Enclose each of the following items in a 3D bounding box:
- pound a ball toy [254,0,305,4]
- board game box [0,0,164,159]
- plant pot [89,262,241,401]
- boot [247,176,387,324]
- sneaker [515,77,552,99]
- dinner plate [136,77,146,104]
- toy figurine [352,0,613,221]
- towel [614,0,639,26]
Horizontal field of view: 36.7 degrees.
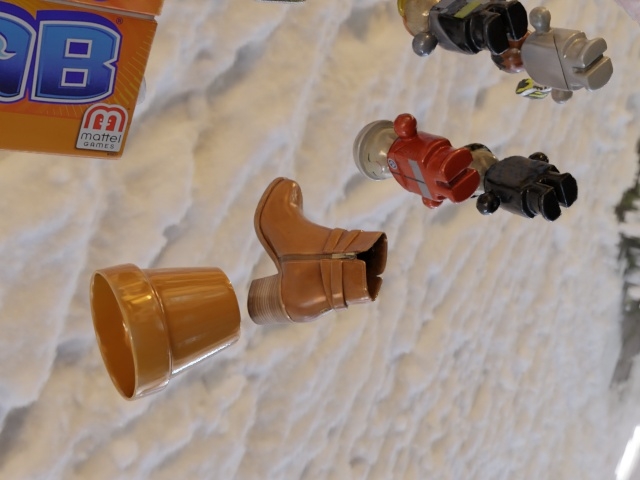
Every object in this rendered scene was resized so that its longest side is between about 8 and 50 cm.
[{"bbox_3d":[-0.060,-0.557,1.491,0.136,0.208,0.319,-2,81,-23],"label":"pound a ball toy"},{"bbox_3d":[-0.405,-0.339,1.085,0.356,0.356,0.356,2,121,-35],"label":"board game box"},{"bbox_3d":[-0.233,0.123,1.487,0.188,0.205,0.205,-14,122,-27],"label":"plant pot"},{"bbox_3d":[0.000,0.000,1.549,0.109,0.220,0.283,49,39,-40],"label":"boot"},{"bbox_3d":[0.316,-0.219,1.372,0.035,0.083,0.031,19,81,-29],"label":"sneaker"},{"bbox_3d":[-0.327,-0.278,1.538,0.017,0.141,0.141,-36,137,-28],"label":"dinner plate"},{"bbox_3d":[0.152,-0.130,0.924,0.213,0.148,0.209,6,102,-37],"label":"toy figurine"},{"bbox_3d":[0.529,-0.261,1.001,0.317,0.332,0.053,-45,-176,34],"label":"towel"}]
